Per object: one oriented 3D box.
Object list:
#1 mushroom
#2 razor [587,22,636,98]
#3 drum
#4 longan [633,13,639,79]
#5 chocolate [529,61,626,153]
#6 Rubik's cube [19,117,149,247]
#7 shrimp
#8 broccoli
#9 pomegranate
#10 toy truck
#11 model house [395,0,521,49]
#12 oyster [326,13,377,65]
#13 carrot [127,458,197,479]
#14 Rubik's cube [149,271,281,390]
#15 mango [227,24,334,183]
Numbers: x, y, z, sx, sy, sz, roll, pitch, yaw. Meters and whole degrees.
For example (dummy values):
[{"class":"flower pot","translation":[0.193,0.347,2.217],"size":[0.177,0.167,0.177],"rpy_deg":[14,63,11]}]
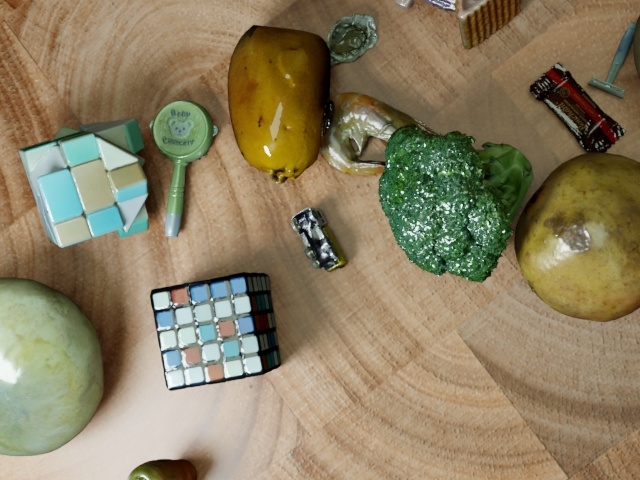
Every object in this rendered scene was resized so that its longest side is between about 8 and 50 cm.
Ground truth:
[{"class":"mushroom","translation":[-0.554,0.223,1.892],"size":[0.352,0.260,0.352],"rpy_deg":[1,122,2]},{"class":"razor","translation":[0.536,-0.327,1.892],"size":[0.068,0.040,0.135],"rpy_deg":[24,84,7]},{"class":"drum","translation":[-0.245,-0.138,1.975],"size":[0.130,0.049,0.253],"rpy_deg":[-10,87,7]},{"class":"longan","translation":[0.670,-0.336,1.756],"size":[0.297,0.297,0.297],"rpy_deg":[0,88,7]},{"class":"chocolate","translation":[0.460,-0.233,1.899],"size":[0.086,0.028,0.182],"rpy_deg":[-44,84,-4]},{"class":"Rubik's cube","translation":[-0.411,-0.102,1.918],"size":[0.213,0.265,0.224],"rpy_deg":[-21,104,-18]},{"class":"shrimp","translation":[0.106,-0.185,1.928],"size":[0.249,0.068,0.150],"rpy_deg":[14,102,13]},{"class":"broccoli","translation":[0.229,-0.074,1.797],"size":[0.275,0.308,0.308],"rpy_deg":[-39,83,-17]},{"class":"pomegranate","translation":[0.461,-0.008,1.764],"size":[0.281,0.281,0.281],"rpy_deg":[0,88,7]},{"class":"toy truck","translation":[0.000,0.000,1.932],"size":[0.052,0.063,0.123],"rpy_deg":[-31,82,27]},{"class":"model house","translation":[0.254,-0.486,1.847],"size":[0.237,0.202,0.237],"rpy_deg":[26,90,8]},{"class":"oyster","translation":[0.055,-0.371,1.960],"size":[0.100,0.037,0.098],"rpy_deg":[-4,106,-13]},{"class":"carrot","translation":[-0.275,0.428,1.886],"size":[0.087,0.193,0.087],"rpy_deg":[-2,85,18]},{"class":"Rubik's cube","translation":[-0.184,0.159,1.887],"size":[0.184,0.187,0.182],"rpy_deg":[-9,87,9]},{"class":"mango","translation":[-0.077,-0.248,1.906],"size":[0.201,0.153,0.287],"rpy_deg":[-19,70,43]}]
